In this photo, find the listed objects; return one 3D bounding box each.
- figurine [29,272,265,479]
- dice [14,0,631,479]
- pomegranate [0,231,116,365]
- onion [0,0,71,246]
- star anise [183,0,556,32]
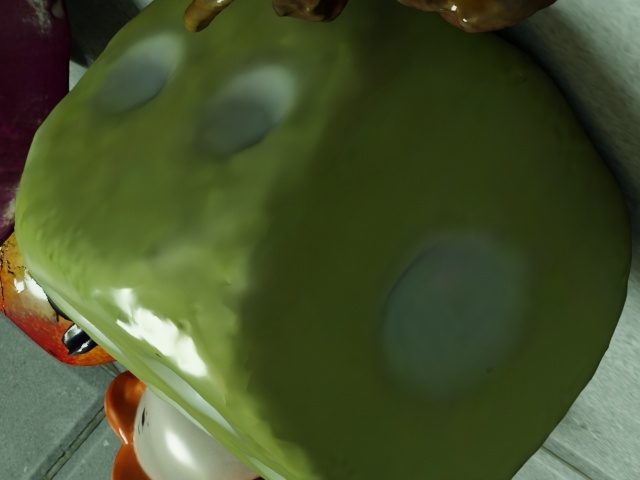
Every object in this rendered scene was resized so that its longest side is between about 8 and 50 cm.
[{"bbox_3d":[-0.054,0.087,1.243,0.306,0.241,0.411,-5,144,19],"label":"figurine"},{"bbox_3d":[0.000,0.000,0.903,0.233,0.227,0.238,25,161,52],"label":"dice"},{"bbox_3d":[-0.180,0.001,1.425,0.210,0.210,0.235,43,160,-13],"label":"pomegranate"},{"bbox_3d":[-0.310,-0.125,1.266,0.348,0.347,0.385,35,-156,19],"label":"onion"},{"bbox_3d":[0.010,-0.143,0.700,0.196,0.111,0.212,24,153,30],"label":"star anise"}]
